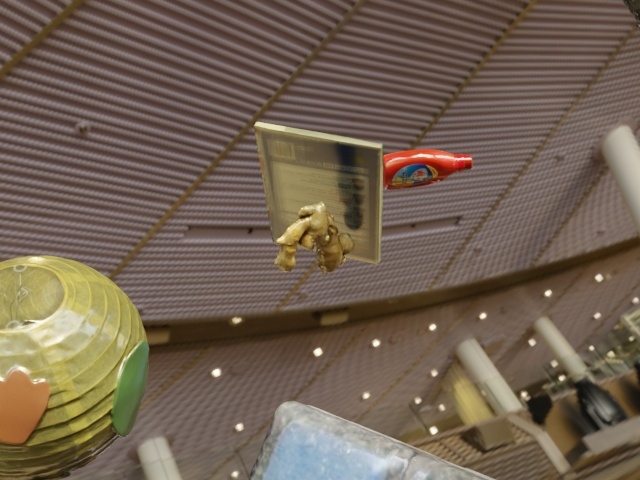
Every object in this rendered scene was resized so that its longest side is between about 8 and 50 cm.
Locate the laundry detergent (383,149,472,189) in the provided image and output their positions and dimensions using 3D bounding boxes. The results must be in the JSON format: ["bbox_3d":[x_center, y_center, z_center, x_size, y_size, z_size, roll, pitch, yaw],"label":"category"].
[{"bbox_3d":[0.196,-0.131,1.360,0.165,0.049,0.097,-5,-30,0],"label":"laundry detergent"}]

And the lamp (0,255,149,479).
[{"bbox_3d":[-0.316,0.153,0.823,0.250,0.250,0.284,-16,-40,-22],"label":"lamp"}]

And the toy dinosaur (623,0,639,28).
[{"bbox_3d":[0.175,-0.194,0.456,0.087,0.187,0.179,-10,0,8],"label":"toy dinosaur"}]

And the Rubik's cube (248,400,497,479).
[{"bbox_3d":[0.095,0.317,0.517,0.301,0.305,0.304,-67,-25,-11],"label":"Rubik's cube"}]

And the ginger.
[{"bbox_3d":[0.000,0.000,1.295,0.193,0.052,0.176,-34,-34,-36],"label":"ginger"}]

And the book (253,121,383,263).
[{"bbox_3d":[0.003,-0.079,1.354,0.228,0.018,0.322,12,-36,12],"label":"book"}]
